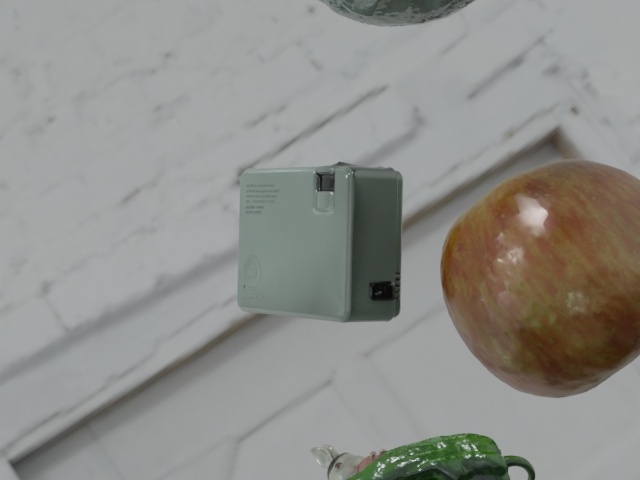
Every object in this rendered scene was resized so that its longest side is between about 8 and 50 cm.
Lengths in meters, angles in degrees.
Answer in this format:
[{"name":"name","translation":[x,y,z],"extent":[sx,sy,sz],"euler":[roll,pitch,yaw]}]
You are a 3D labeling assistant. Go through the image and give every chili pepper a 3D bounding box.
[{"name":"chili pepper","translation":[0.089,0.257,1.495],"extent":[0.257,0.100,0.074],"euler":[-22,-1,-2]}]

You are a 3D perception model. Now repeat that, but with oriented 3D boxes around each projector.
[{"name":"projector","translation":[0.000,0.000,1.863],"extent":[0.099,0.192,0.257],"euler":[0,1,-34]}]

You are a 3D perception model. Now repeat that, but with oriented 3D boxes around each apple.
[{"name":"apple","translation":[0.272,0.030,1.724],"extent":[0.277,0.250,0.309],"euler":[-48,4,12]}]

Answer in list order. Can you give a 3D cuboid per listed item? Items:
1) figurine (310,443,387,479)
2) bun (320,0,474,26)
[{"name":"figurine","translation":[0.061,0.325,2.053],"extent":[0.098,0.146,0.081],"euler":[-34,-19,11]},{"name":"bun","translation":[0.091,-0.417,1.674],"extent":[0.362,0.362,0.211],"euler":[-36,19,-1]}]
